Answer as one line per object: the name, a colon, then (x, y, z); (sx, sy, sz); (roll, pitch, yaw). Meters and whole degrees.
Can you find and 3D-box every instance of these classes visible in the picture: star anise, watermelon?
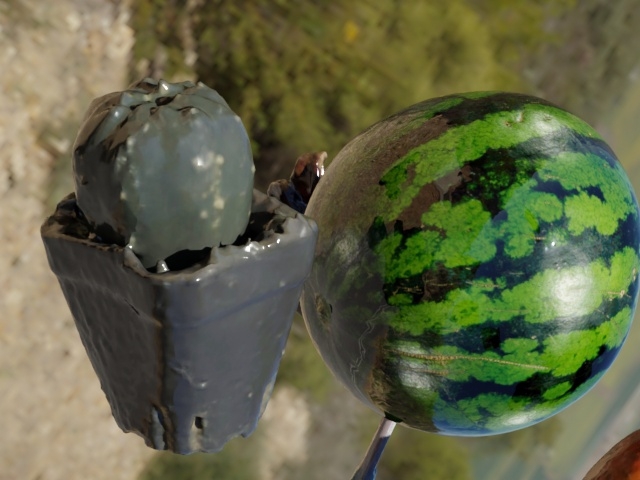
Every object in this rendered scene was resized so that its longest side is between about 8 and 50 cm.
star anise: (0.003, 0.001, 1.872); (0.234, 0.073, 0.177); (11, 106, -43)
watermelon: (0.121, 0.021, 1.590); (0.285, 0.285, 0.285); (-49, 164, -20)

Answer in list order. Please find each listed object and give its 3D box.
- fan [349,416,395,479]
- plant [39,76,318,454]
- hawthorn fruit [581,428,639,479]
fan: (0.019, 0.246, 1.765); (0.023, 0.057, 0.282); (-35, 150, -57)
plant: (-0.094, 0.014, 1.308); (0.142, 0.164, 0.256); (-25, 124, -35)
hawthorn fruit: (0.282, 0.236, 1.549); (0.189, 0.189, 0.189); (-49, 164, -20)
